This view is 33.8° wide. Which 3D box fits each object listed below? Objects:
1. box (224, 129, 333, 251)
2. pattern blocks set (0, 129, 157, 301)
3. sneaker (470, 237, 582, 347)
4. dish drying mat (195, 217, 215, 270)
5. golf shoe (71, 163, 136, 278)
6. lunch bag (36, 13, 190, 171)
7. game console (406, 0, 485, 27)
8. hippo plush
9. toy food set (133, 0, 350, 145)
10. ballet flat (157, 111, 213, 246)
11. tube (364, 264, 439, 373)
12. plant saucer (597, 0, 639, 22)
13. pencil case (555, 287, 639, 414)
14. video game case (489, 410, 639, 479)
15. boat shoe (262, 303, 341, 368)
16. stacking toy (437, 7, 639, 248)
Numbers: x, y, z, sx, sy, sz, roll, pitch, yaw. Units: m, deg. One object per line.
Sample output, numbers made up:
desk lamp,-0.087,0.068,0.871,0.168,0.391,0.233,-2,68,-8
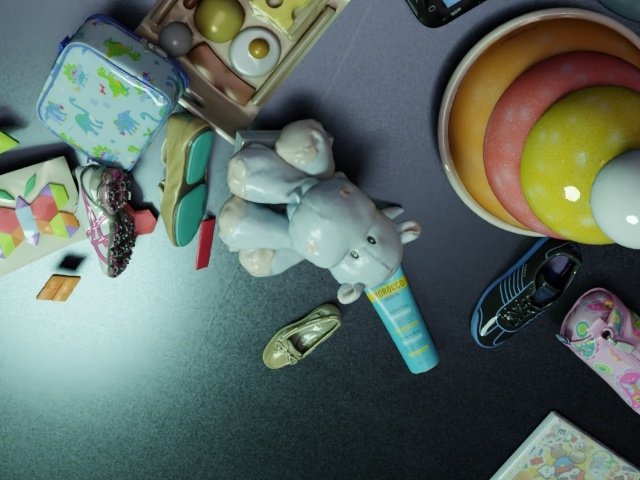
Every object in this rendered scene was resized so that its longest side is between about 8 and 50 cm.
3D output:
box,-0.065,-0.075,1.589,0.145,0.038,0.186,-3,120,-22
pattern blocks set,-0.443,-0.036,1.587,0.324,0.026,0.285,-33,110,-4
sneaker,0.326,0.088,1.672,0.081,0.090,0.232,32,106,-13
dish drying mat,-0.182,0.005,1.654,0.008,0.032,0.083,22,113,27
golf shoe,-0.327,-0.031,1.580,0.085,0.067,0.186,13,121,21
lunch bag,-0.299,-0.208,1.488,0.176,0.090,0.219,32,142,-12
game console,0.287,-0.413,1.479,0.361,0.044,0.213,-29,102,17
hippo plush,0.000,0.000,1.490,0.234,0.236,0.294,-43,126,4
toy food set,-0.110,-0.318,1.499,0.219,0.092,0.306,38,105,-14
ballet flat,-0.209,-0.095,1.585,0.073,0.080,0.232,33,131,20
tube,0.127,0.115,1.701,0.080,0.052,0.207,-28,103,-2
plant saucer,0.511,-0.463,1.498,0.317,0.044,0.318,-1,111,-1
pencil case,0.516,0.201,1.708,0.284,0.124,0.124,42,104,-17
video game case,0.413,0.433,1.841,0.206,0.026,0.227,34,106,-14
boat shoe,-0.030,0.161,1.707,0.153,0.048,0.056,-33,108,10
stacking toy,0.355,-0.102,1.393,0.350,0.480,0.351,-1,111,-2
